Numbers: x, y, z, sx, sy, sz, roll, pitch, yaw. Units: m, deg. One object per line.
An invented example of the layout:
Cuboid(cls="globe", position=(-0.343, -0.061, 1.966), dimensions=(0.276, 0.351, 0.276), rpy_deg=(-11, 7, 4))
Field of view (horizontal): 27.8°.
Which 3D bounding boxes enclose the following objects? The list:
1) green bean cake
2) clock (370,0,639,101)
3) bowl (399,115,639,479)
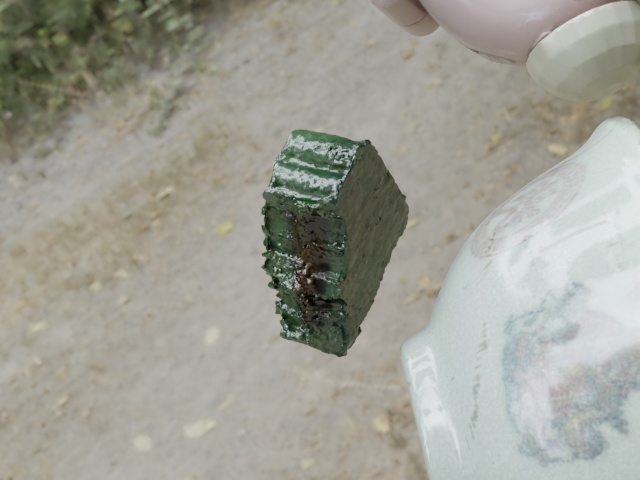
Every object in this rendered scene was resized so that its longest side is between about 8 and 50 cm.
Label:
Cuboid(cls="green bean cake", position=(0.000, 0.000, 1.354), dimensions=(0.107, 0.208, 0.193), rpy_deg=(19, 75, 21))
Cuboid(cls="clock", position=(0.260, -0.353, 1.511), dimensions=(0.326, 0.342, 0.184), rpy_deg=(21, 6, 22))
Cuboid(cls="bowl", position=(0.170, 0.140, 0.945), dimensions=(0.196, 0.434, 0.435), rpy_deg=(-13, 24, 3))
